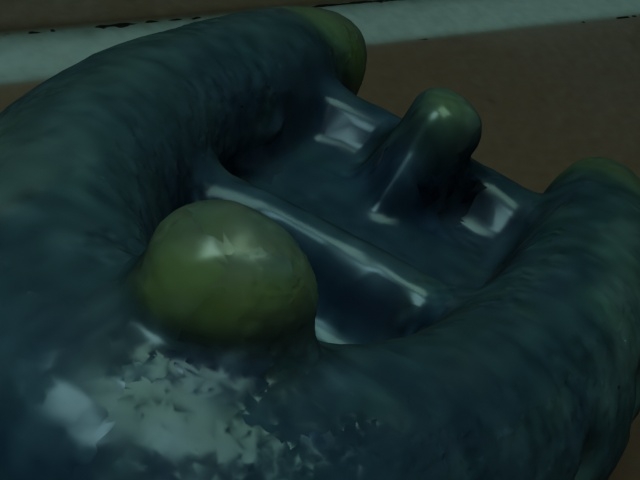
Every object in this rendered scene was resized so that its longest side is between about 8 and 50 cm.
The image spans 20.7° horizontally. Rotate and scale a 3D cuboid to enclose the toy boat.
[{"bbox_3d":[0.000,0.000,0.519,0.215,0.123,0.330,32,32,13],"label":"toy boat"}]
